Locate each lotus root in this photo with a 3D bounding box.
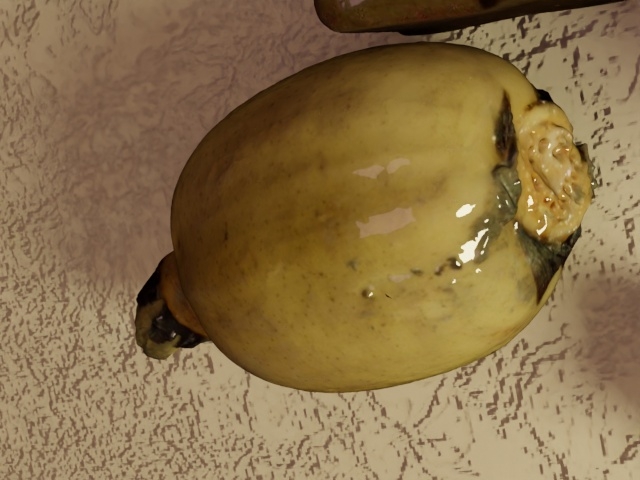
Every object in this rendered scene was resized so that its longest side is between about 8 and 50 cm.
[{"bbox_3d":[0.000,0.000,0.710,0.310,0.182,0.183,-19,91,38],"label":"lotus root"}]

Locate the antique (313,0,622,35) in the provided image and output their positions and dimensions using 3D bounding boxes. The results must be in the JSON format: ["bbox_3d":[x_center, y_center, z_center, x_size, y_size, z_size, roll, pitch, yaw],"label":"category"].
[{"bbox_3d":[0.092,-0.183,0.634,0.256,0.121,0.143,-8,95,31],"label":"antique"}]
